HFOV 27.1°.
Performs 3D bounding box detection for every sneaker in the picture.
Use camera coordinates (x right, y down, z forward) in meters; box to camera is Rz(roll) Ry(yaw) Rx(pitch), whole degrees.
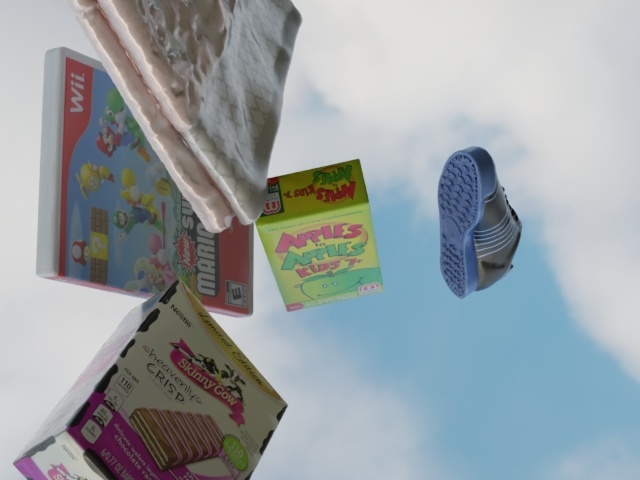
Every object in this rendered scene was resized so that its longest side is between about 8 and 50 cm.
[{"bbox_3d":[0.198,-0.031,1.602,0.090,0.232,0.081,-25,-128,-22],"label":"sneaker"}]

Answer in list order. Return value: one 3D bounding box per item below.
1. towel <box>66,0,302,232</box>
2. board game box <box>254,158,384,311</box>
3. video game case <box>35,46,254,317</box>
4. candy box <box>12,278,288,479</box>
[{"bbox_3d":[-0.108,-0.217,1.036,0.331,0.053,0.317,-80,-32,-52],"label":"towel"},{"bbox_3d":[0.000,0.000,1.124,0.092,0.181,0.043,-12,-116,2],"label":"board game box"},{"bbox_3d":[-0.153,-0.045,1.242,0.285,0.025,0.204,17,-111,-55],"label":"video game case"},{"bbox_3d":[-0.131,0.158,1.100,0.159,0.071,0.233,50,-150,-13],"label":"candy box"}]
